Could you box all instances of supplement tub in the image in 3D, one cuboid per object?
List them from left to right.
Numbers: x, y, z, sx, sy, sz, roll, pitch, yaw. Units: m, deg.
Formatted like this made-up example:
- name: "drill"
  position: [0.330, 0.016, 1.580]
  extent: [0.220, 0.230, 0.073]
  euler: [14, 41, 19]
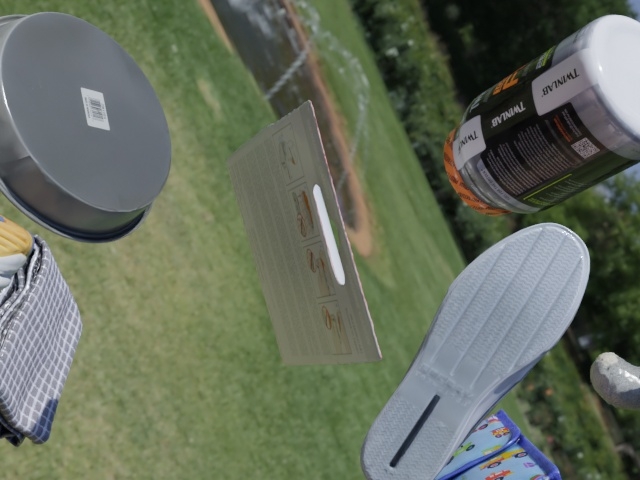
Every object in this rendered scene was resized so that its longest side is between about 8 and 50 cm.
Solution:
- name: "supplement tub"
  position: [0.326, -0.157, 1.560]
  extent: [0.194, 0.316, 0.193]
  euler: [15, 62, -31]

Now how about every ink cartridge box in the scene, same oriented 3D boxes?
- name: "ink cartridge box"
  position: [0.000, 0.000, 1.435]
  extent: [0.385, 0.091, 0.308]
  euler: [161, -86, -70]

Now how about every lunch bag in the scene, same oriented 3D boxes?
- name: "lunch bag"
  position: [0.147, 0.297, 1.234]
  extent: [0.138, 0.221, 0.293]
  euler: [59, 0, -14]

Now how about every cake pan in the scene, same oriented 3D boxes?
- name: "cake pan"
  position: [-0.282, -0.141, 1.319]
  extent: [0.293, 0.054, 0.293]
  euler: [34, 43, -39]

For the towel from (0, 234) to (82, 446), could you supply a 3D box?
- name: "towel"
  position: [-0.479, 0.165, 1.799]
  extent: [0.235, 0.121, 0.283]
  euler: [84, 15, -55]

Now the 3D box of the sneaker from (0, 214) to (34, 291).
- name: "sneaker"
  position: [-0.288, 0.029, 0.793]
  extent: [0.112, 0.131, 0.296]
  euler: [30, -10, -16]

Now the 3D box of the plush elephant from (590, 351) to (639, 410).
- name: "plush elephant"
  position: [0.529, 0.126, 1.346]
  extent: [0.272, 0.330, 0.255]
  euler: [-108, -159, -68]

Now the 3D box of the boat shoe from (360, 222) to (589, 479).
- name: "boat shoe"
  position: [0.140, 0.110, 1.075]
  extent: [0.109, 0.302, 0.094]
  euler: [39, 3, 9]
